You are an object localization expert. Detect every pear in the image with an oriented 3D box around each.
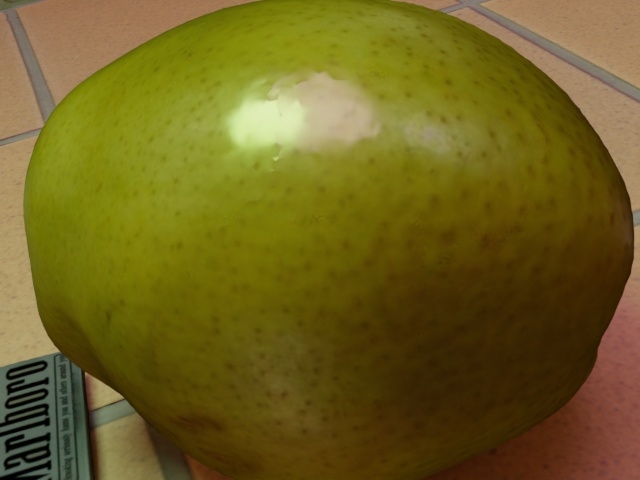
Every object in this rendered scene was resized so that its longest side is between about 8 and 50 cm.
[{"bbox_3d":[0.000,0.000,0.700,0.418,0.362,0.362,6,35,16],"label":"pear"}]

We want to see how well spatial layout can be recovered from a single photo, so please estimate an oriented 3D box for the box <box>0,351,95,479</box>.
[{"bbox_3d":[-0.245,0.165,0.815,0.115,0.035,0.177,-15,32,-7],"label":"box"}]
